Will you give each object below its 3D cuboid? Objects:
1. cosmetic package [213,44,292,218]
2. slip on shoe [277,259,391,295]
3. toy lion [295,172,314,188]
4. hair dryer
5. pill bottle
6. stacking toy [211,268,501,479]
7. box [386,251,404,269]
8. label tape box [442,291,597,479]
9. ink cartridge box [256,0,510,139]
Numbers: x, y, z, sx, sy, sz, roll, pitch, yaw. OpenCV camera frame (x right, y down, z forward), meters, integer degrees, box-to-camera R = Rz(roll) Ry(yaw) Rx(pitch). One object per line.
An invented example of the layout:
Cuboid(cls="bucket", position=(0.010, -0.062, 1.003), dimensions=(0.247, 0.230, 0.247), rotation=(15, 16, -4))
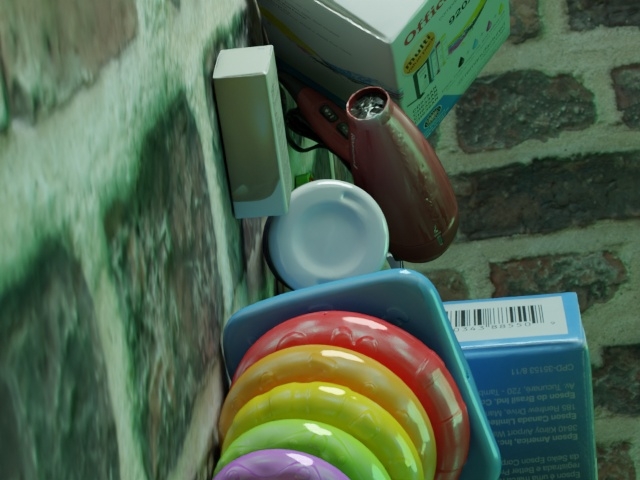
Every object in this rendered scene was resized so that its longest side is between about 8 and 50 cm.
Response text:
Cuboid(cls="cosmetic package", position=(-0.049, -0.080, 1.149), dimensions=(0.060, 0.041, 0.115), rotation=(-83, 167, -63))
Cuboid(cls="slip on shoe", position=(0.012, 0.121, 1.378), dimensions=(0.101, 0.123, 0.331), rotation=(-48, -138, 47))
Cuboid(cls="toy lion", position=(-0.009, -0.020, 1.605), dimensions=(0.100, 0.034, 0.096), rotation=(-77, 155, -72))
Cuboid(cls="hair dryer", position=(0.029, -0.068, 1.364), dimensions=(0.223, 0.080, 0.293), rotation=(45, -13, -1))
Cuboid(cls="pill bottle", position=(0.000, 0.000, 1.266), dimensions=(0.169, 0.094, 0.094), rotation=(173, -87, -85))
Cuboid(cls="stacking toy", position=(-0.008, 0.158, 0.930), dimensions=(0.175, 0.165, 0.302), rotation=(68, 22, -17))
Cuboid(cls="box", position=(0.061, 0.119, 1.854), dimensions=(0.156, 0.093, 0.158), rotation=(-87, 172, -53))
Cuboid(cls="label tape box", position=(0.085, 0.224, 1.181), dimensions=(0.115, 0.249, 0.348), rotation=(-80, 164, -69))
Cuboid(cls="ink cartridge box", position=(0.058, -0.224, 1.414), dimensions=(0.171, 0.168, 0.233), rotation=(-51, 161, -12))
